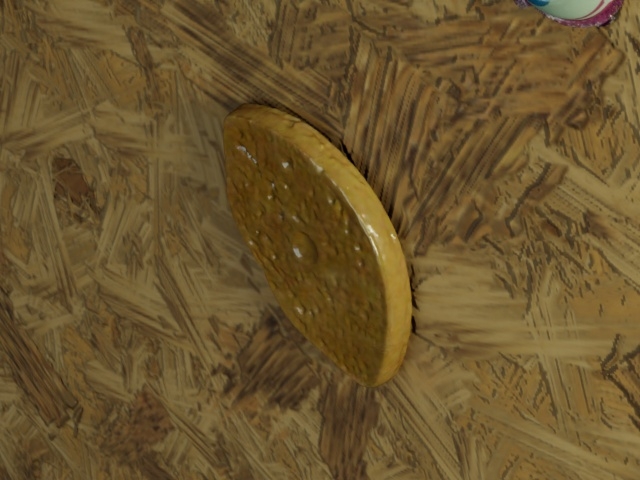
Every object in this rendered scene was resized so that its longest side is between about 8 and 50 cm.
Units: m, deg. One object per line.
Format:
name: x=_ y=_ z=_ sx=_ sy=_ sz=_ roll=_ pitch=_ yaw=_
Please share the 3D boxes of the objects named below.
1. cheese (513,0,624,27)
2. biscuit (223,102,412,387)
cheese: x=0.144 y=-0.165 z=0.971 sx=0.145 sy=0.038 sz=0.095 roll=-27 pitch=94 yaw=54
biscuit: x=0.000 y=0.000 z=1.254 sx=0.142 sy=0.029 sz=0.220 roll=-30 pitch=90 yaw=54
